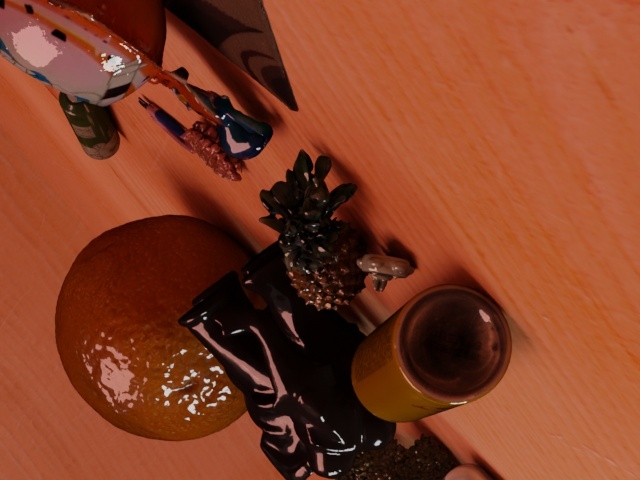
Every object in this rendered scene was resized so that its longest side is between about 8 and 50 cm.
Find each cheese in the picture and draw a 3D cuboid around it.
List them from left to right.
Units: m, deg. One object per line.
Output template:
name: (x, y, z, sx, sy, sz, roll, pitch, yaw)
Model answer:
cheese: (-0.189, -0.180, 1.193, 0.329, 0.129, 0.217, 32, 178, -17)

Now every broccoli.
broccoli: (0.108, 0.386, 1.834, 0.252, 0.221, 0.361, 52, 179, 13)

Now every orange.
orange: (-0.218, 0.116, 1.820, 0.322, 0.322, 0.357, 54, 176, -28)

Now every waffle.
waffle: (-0.120, -0.101, 1.455, 0.075, 0.029, 0.083, 33, 163, 52)

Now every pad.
pad: (-0.148, -0.257, 1.119, 0.330, 0.004, 0.220, 41, 166, 28)

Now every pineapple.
pineapple: (0.001, 0.000, 1.225, 0.083, 0.103, 0.221, 19, 162, 16)

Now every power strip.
power strip: (0.060, 0.031, 1.207, 0.055, 0.035, 0.083, 9, 176, -1)

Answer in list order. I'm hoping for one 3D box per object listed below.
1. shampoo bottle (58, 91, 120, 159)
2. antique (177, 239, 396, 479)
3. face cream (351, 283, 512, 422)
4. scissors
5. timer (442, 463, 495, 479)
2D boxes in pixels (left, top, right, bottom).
shampoo bottle: (-0.336, -0.185, 1.855, 0.065, 0.065, 0.204, 44, 167, 17)
antique: (-0.028, 0.141, 1.514, 0.255, 0.185, 0.322, 56, 180, -3)
face cream: (0.092, 0.120, 1.238, 0.105, 0.105, 0.348, 47, 167, 4)
scissors: (-0.193, -0.147, 1.590, 0.113, 0.012, 0.039, 41, 166, 31)
timer: (0.215, 0.417, 1.587, 0.253, 0.178, 0.078, 45, -164, 16)
